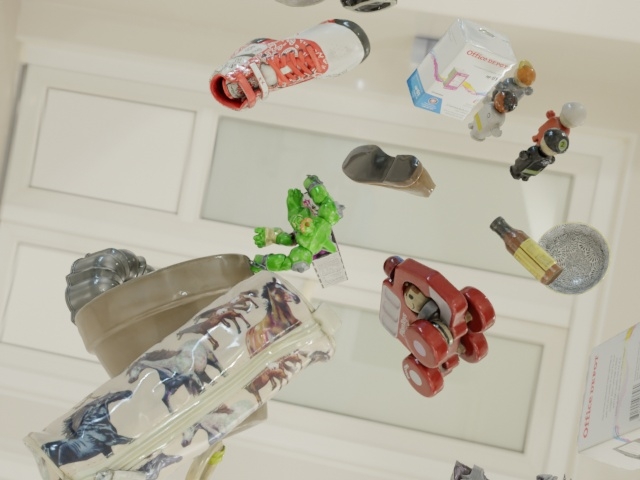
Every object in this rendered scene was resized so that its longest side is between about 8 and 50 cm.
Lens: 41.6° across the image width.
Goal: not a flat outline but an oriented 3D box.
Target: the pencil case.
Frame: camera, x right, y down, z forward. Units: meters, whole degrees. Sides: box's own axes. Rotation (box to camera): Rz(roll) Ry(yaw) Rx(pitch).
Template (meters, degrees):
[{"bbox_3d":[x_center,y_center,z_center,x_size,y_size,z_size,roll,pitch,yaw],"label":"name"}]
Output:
[{"bbox_3d":[-0.168,0.199,1.094,0.410,0.183,0.160,-35,116,-22],"label":"pencil case"}]

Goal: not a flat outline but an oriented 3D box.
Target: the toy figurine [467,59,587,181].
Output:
[{"bbox_3d":[0.445,-0.260,1.805,0.213,0.209,0.148,-45,178,-41],"label":"toy figurine"}]

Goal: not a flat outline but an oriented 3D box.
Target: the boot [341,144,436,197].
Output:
[{"bbox_3d":[0.169,-0.166,2.147,0.115,0.305,0.112,35,82,-37],"label":"boot"}]

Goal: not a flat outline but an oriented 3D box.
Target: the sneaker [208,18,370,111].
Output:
[{"bbox_3d":[-0.057,-0.265,1.321,0.145,0.270,0.090,-49,127,-35],"label":"sneaker"}]

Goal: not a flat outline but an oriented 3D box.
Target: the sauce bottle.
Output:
[{"bbox_3d":[0.313,0.013,1.292,0.042,0.128,0.042,-32,155,-17],"label":"sauce bottle"}]

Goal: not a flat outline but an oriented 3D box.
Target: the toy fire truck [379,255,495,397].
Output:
[{"bbox_3d":[0.214,0.160,1.766,0.169,0.254,0.302,-33,147,-22],"label":"toy fire truck"}]

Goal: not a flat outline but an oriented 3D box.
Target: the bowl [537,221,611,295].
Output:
[{"bbox_3d":[0.576,0.049,1.915,0.080,0.170,0.170,32,67,-61],"label":"bowl"}]

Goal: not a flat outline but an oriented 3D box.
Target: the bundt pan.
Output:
[{"bbox_3d":[-0.536,0.163,2.318,0.331,0.124,0.331,45,30,-36],"label":"bundt pan"}]

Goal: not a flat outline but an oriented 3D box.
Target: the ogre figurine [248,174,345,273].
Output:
[{"bbox_3d":[-0.032,-0.020,1.448,0.197,0.118,0.097,-42,131,-26],"label":"ogre figurine"}]

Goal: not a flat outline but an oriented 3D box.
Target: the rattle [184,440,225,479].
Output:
[{"bbox_3d":[-0.300,0.486,1.777,0.200,0.142,0.130,-55,-179,-26],"label":"rattle"}]

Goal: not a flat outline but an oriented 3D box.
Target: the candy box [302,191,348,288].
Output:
[{"bbox_3d":[0.000,0.000,1.920,0.233,0.071,0.159,72,-1,-71],"label":"candy box"}]

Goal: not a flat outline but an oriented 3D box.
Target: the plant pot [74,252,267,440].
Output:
[{"bbox_3d":[-0.228,0.213,1.461,0.323,0.323,0.281,65,4,-77],"label":"plant pot"}]

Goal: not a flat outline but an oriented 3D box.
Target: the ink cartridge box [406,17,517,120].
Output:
[{"bbox_3d":[0.187,-0.226,1.126,0.122,0.088,0.052,-50,-141,42],"label":"ink cartridge box"}]

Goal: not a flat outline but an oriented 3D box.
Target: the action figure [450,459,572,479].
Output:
[{"bbox_3d":[0.403,0.546,1.728,0.099,0.284,0.186,-67,167,-74],"label":"action figure"}]

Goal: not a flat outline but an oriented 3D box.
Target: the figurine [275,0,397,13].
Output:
[{"bbox_3d":[0.018,-0.482,1.346,0.092,0.214,0.210,-2,-87,58],"label":"figurine"}]

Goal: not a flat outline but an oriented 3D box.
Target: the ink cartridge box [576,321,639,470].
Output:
[{"bbox_3d":[0.602,0.270,1.517,0.306,0.131,0.226,114,-5,-64],"label":"ink cartridge box"}]
